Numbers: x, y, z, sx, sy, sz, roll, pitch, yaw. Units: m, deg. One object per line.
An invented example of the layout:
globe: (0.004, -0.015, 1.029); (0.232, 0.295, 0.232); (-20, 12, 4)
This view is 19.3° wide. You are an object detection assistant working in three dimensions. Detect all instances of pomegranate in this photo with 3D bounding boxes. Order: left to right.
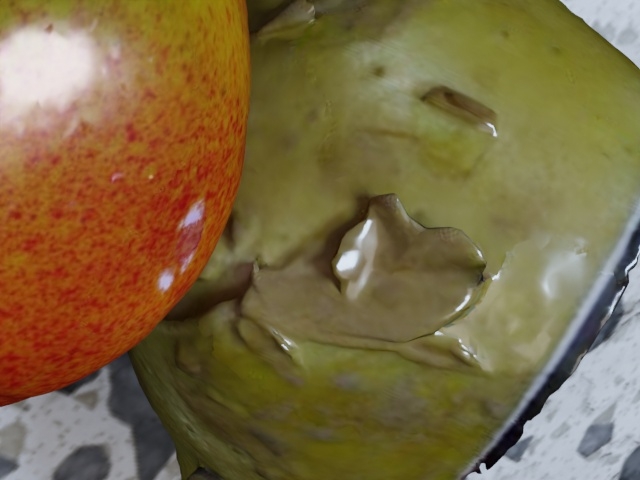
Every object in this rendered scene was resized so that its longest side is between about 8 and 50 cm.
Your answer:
pomegranate: (-0.122, -0.071, 0.595); (0.221, 0.221, 0.257); (-10, 136, -31)

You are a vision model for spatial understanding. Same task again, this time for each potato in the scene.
potato: (0.000, 0.000, 0.789); (0.246, 0.196, 0.300); (-60, -179, -42)
